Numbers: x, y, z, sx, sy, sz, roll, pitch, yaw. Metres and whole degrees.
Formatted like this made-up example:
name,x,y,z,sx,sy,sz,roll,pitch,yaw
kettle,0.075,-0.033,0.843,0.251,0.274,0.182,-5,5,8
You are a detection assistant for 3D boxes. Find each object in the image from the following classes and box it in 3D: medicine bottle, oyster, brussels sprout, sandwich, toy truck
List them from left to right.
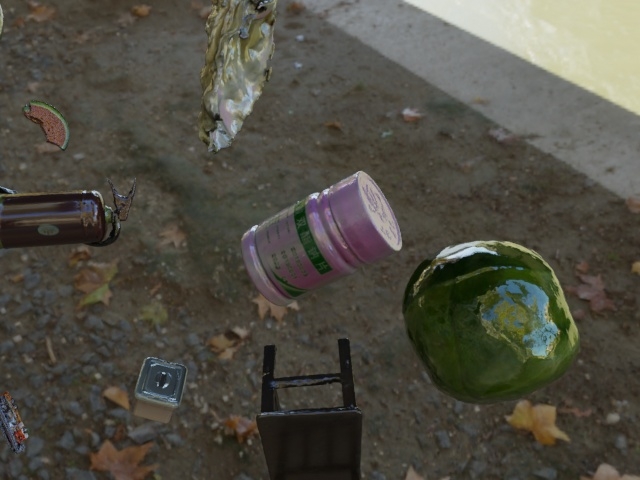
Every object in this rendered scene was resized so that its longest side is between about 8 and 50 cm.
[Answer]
name,x,y,z,sx,sy,sz,roll,pitch,yaw
toy truck,-0.417,0.245,0.951,0.024,0.083,0.032,-17,10,13
sandwich,-0.616,-0.263,1.618,0.067,0.029,0.135,-38,93,-29
oyster,-0.097,-0.198,0.757,0.072,0.209,0.133,19,12,11
medicine bottle,0.000,0.000,1.651,0.325,0.212,0.212,-26,34,20
brussels sprout,0.302,0.131,1.288,0.289,0.281,0.354,-27,8,30

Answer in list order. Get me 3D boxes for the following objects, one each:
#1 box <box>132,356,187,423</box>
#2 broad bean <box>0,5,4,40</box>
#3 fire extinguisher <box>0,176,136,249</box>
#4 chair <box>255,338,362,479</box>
name,x,y,z,sx,sy,sz,roll,pitch,yaw
box,-0.309,0.288,1.354,0.089,0.062,0.122,17,25,-10
broad bean,-0.483,-0.274,0.972,0.075,0.067,0.325,25,36,-30
fire extinguisher,-0.489,-0.050,1.230,0.341,0.142,0.105,-5,9,-8
chair,-0.016,0.417,1.389,0.203,0.241,0.416,-4,29,1
